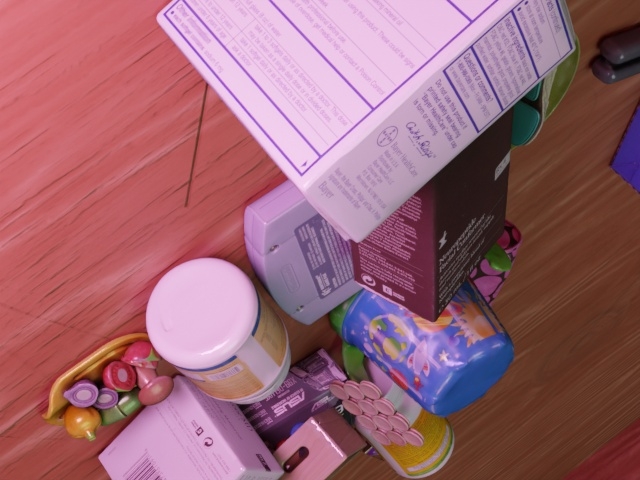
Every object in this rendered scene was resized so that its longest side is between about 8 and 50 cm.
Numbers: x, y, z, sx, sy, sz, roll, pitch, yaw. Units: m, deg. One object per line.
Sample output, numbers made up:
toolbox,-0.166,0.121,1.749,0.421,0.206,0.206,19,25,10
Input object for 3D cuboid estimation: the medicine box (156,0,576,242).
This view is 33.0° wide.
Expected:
medicine box,0.042,-0.197,1.027,0.289,0.263,0.149,-41,151,3

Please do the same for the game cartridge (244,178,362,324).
game cartridge,0.000,0.000,1.457,0.196,0.060,0.294,-37,150,-11

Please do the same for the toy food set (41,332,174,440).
toy food set,-0.255,0.191,1.406,0.218,0.071,0.128,-37,150,-6

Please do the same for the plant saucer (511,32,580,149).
plant saucer,0.251,-0.203,1.479,0.241,0.037,0.241,-29,149,-19

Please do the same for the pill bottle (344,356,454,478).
pill bottle,0.132,0.307,1.900,0.136,0.136,0.245,-39,134,-2

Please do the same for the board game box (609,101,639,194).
board game box,0.676,-0.207,1.844,0.291,0.141,0.232,-22,146,-27

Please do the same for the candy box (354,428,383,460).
candy box,0.144,0.378,2.122,0.109,0.053,0.187,-43,151,4

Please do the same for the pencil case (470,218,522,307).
pencil case,0.260,0.057,1.790,0.098,0.095,0.209,-7,137,-21

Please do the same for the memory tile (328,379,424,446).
memory tile,0.086,0.267,1.668,0.113,0.148,0.012,-13,-146,52

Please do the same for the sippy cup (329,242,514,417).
sippy cup,0.169,0.138,1.658,0.240,0.224,0.305,-28,147,-21

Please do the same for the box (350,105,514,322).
box,0.135,-0.095,1.323,0.191,0.143,0.381,-49,150,-27

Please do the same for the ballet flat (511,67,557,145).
ballet flat,0.289,-0.195,1.443,0.052,0.057,0.168,-35,152,-29

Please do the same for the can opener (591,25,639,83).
can opener,0.540,-0.289,1.628,0.283,0.095,0.076,-22,145,-28

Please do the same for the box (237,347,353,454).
box,-0.093,0.335,1.775,0.307,0.076,0.242,-30,148,-17

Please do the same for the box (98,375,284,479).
box,-0.186,0.322,1.549,0.182,0.181,0.119,-46,152,9

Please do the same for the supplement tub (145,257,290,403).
supplement tub,-0.124,0.123,1.388,0.144,0.144,0.199,-37,150,-4

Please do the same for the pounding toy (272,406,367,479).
pounding toy,-0.047,0.349,1.638,0.181,0.094,0.206,-45,167,11
